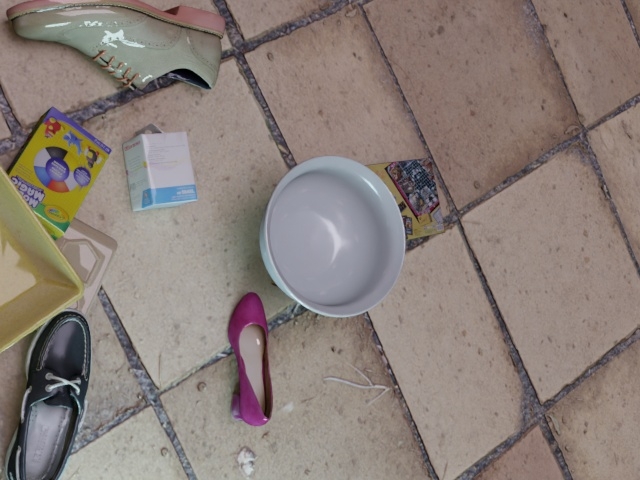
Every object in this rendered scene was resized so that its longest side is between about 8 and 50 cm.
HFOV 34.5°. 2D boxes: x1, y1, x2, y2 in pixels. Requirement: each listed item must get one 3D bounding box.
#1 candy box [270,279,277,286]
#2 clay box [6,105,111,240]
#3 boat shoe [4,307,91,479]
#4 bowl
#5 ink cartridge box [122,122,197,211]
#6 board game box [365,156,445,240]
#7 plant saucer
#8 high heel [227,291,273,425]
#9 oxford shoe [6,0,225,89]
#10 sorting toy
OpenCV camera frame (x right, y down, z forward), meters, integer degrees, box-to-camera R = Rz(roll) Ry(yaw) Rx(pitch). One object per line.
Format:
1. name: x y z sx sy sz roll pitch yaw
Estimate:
1. candy box: -0.011 0.024 1.999 0.109 0.053 0.186 31 69 -25
2. clay box: -0.450 -0.100 1.704 0.127 0.053 0.222 37 51 -23
3. boat shoe: -0.422 0.260 1.646 0.114 0.091 0.302 11 87 -29
4. bowl: 0.000 0.000 1.898 0.298 0.134 0.297 6 79 -30
5. ink cartridge box: -0.285 -0.131 1.817 0.090 0.092 0.143 -7 88 -34
6. board game box: 0.153 -0.078 2.094 0.243 0.042 0.165 -10 89 -47
7. plant saucer: -0.588 0.036 1.559 0.333 0.081 0.332 -36 106 -17
8. high heel: -0.115 0.212 1.865 0.082 0.117 0.244 16 75 -30
9. oxford shoe: -0.342 -0.340 1.787 0.397 0.140 0.146 0 90 -31
10. sorting toy: -0.459 0.047 1.717 0.193 0.038 0.208 31 63 -26
